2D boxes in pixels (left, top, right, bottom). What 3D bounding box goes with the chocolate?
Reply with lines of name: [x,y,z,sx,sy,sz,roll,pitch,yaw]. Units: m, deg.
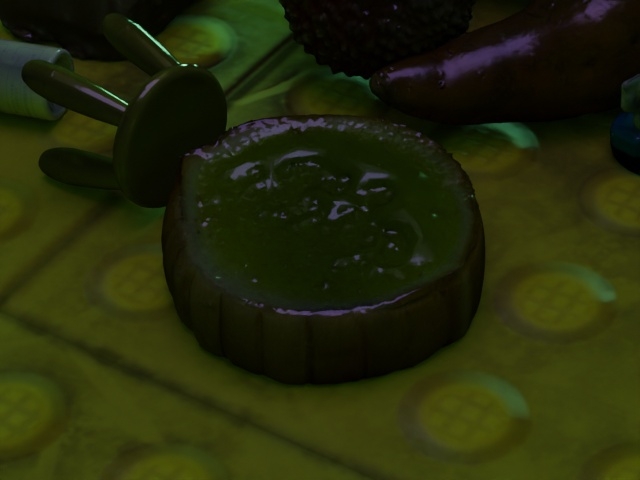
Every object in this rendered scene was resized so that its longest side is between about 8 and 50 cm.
chocolate: [-0.174,-0.250,1.559,0.148,0.093,0.214,18,44,24]

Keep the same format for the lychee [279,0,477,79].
lychee: [0.042,-0.206,1.434,0.165,0.165,0.197,12,4,16]

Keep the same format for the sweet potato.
sweet potato: [0.212,-0.156,1.413,0.359,0.112,0.112,-28,46,-16]

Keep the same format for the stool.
stool: [-0.144,-0.093,1.357,0.110,0.134,0.135,25,2,34]

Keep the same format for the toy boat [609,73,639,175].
toy boat: [0.362,-0.130,1.395,0.299,0.092,0.134,-27,43,-26]

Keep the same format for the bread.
bread: [0.000,0.000,1.270,0.236,0.070,0.236,-2,41,1]

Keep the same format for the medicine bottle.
medicine bottle: [-0.313,-0.141,1.460,0.231,0.059,0.059,11,42,14]
